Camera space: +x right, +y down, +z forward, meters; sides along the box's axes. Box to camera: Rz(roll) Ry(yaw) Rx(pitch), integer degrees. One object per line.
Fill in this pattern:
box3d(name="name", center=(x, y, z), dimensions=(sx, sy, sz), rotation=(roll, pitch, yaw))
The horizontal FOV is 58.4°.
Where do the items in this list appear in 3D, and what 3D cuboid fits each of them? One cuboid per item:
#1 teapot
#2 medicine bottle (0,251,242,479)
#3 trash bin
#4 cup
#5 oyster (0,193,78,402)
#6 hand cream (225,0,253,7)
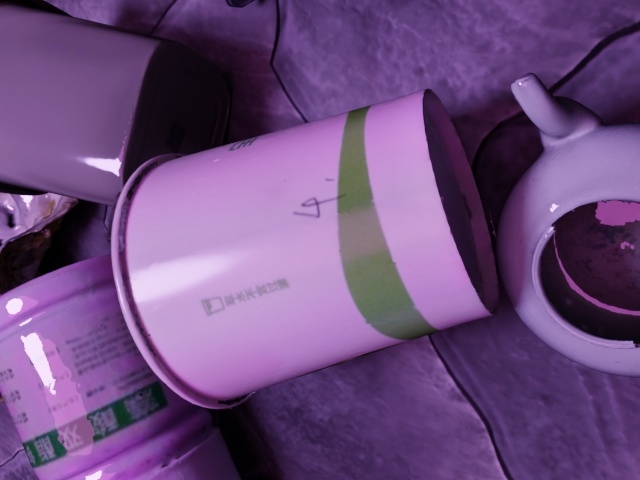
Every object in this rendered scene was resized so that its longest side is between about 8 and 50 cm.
box3d(name="teapot", center=(0.227, 0.012, 0.426), dimensions=(0.193, 0.129, 0.295), rotation=(-25, 88, 37))
box3d(name="medicine bottle", center=(-0.254, 0.200, 0.700), dimensions=(0.212, 0.212, 0.326), rotation=(-27, 85, 31))
box3d(name="trash bin", center=(-0.255, -0.135, 0.631), dimensions=(0.249, 0.219, 0.220), rotation=(15, 94, 19))
box3d(name="cup", center=(0.000, 0.000, 0.510), dimensions=(0.273, 0.253, 0.253), rotation=(-18, 91, 23))
box3d(name="oyster", center=(-0.455, 0.062, 0.830), dimensions=(0.237, 0.114, 0.352), rotation=(9, 90, 48))
box3d(name="hand cream", center=(-0.150, -0.364, 0.622), dimensions=(0.091, 0.058, 0.271), rotation=(-39, 74, 26))
